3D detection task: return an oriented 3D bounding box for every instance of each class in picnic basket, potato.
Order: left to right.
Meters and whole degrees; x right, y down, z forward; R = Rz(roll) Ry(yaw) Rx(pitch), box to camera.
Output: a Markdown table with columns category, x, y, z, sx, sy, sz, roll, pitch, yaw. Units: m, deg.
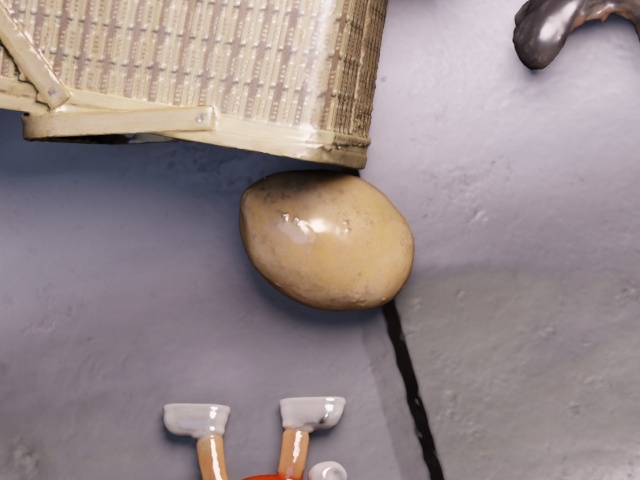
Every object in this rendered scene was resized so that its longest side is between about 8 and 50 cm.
| category | x | y | z | sx | sy | sz | roll | pitch | yaw |
| --- | --- | --- | --- | --- | --- | --- | --- | --- | --- |
| picnic basket | -0.116 | -0.149 | 1.247 | 0.313 | 0.228 | 0.175 | 10 | 93 | 8 |
| potato | 0.002 | 0.001 | 1.301 | 0.147 | 0.112 | 0.112 | 23 | 98 | 0 |

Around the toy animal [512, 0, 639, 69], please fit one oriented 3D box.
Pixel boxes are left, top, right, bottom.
| category | x | y | z | sx | sy | sz | roll | pitch | yaw |
| --- | --- | --- | --- | --- | --- | --- | --- | --- | --- |
| toy animal | 0.279 | -0.265 | 1.231 | 0.168 | 0.106 | 0.343 | 25 | 101 | 6 |

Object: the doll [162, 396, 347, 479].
| category | x | y | z | sx | sy | sz | roll | pitch | yaw |
| --- | --- | --- | --- | --- | --- | --- | --- | --- | --- |
| doll | -0.052 | 0.238 | 1.338 | 0.183 | 0.085 | 0.217 | -5 | 84 | 9 |
